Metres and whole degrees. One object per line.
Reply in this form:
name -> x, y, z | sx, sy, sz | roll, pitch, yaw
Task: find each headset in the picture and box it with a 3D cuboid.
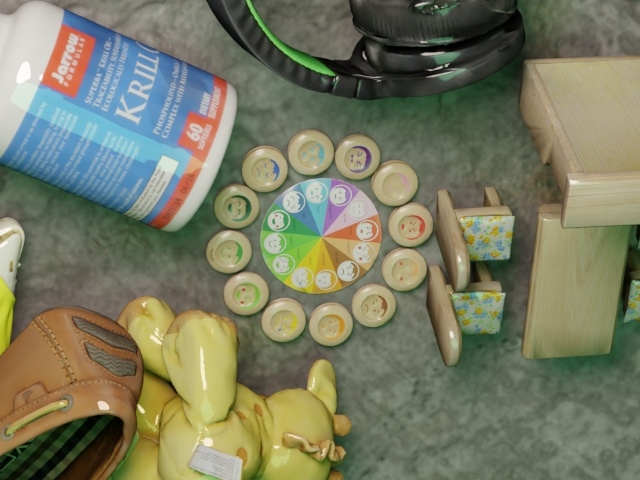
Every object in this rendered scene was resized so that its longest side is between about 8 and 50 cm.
headset -> 0.109, -0.212, 1.339 | 0.394, 0.185, 0.243 | 0, 112, -27

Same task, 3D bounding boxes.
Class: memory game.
memory game -> 0.000, 0.000, 1.495 | 0.186, 0.012, 0.186 | -3, 110, -8

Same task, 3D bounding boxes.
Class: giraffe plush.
giraffe plush -> -0.063, 0.149, 1.474 | 0.170, 0.210, 0.181 | 11, 107, -43

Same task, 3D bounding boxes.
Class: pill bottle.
pill bottle -> -0.183, -0.100, 1.369 | 0.221, 0.124, 0.124 | 22, 106, -17

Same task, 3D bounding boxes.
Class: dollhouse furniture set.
dollhouse furniture set -> 0.206, 0.006, 1.421 | 0.212, 0.161, 0.242 | -3, 127, -8

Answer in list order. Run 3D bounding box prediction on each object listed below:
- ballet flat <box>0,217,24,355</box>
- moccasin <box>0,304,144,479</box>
ballet flat -> -0.270, -0.013, 1.420 | 0.077, 0.077, 0.231 | -30, 111, -11
moccasin -> -0.258, 0.223, 1.446 | 0.139, 0.147, 0.380 | 31, 116, -33
